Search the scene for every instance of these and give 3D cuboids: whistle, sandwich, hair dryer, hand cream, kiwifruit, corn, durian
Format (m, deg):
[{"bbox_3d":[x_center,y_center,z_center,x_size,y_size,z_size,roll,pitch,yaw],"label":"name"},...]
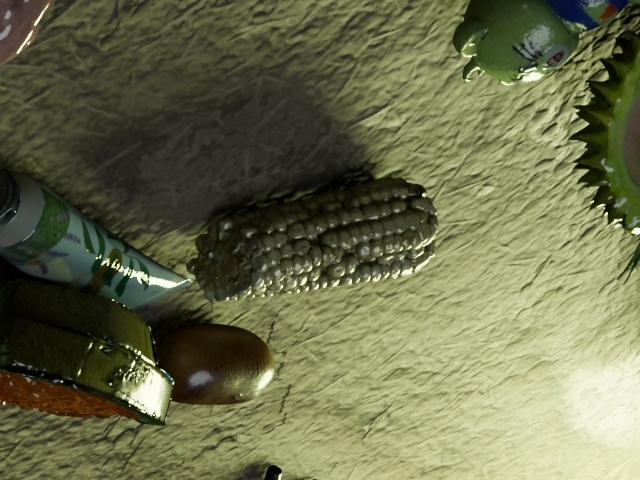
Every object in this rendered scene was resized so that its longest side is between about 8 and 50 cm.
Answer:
[{"bbox_3d":[0.193,-0.197,1.468,0.227,0.085,0.105,-41,152,14],"label":"whistle"},{"bbox_3d":[-0.196,0.091,1.516,0.159,0.079,0.235,-6,161,41],"label":"sandwich"},{"bbox_3d":[-0.032,0.248,1.965,0.083,0.031,0.079,-24,142,-39],"label":"hair dryer"},{"bbox_3d":[-0.184,0.011,1.463,0.091,0.058,0.271,-27,154,9],"label":"hand cream"},{"bbox_3d":[-0.094,0.106,1.656,0.124,0.075,0.075,0,137,-46],"label":"kiwifruit"},{"bbox_3d":[0.000,0.000,1.580,0.211,0.087,0.087,-10,143,-29],"label":"corn"},{"bbox_3d":[0.351,-0.122,1.631,0.356,0.169,0.157,-25,149,-20],"label":"durian"}]

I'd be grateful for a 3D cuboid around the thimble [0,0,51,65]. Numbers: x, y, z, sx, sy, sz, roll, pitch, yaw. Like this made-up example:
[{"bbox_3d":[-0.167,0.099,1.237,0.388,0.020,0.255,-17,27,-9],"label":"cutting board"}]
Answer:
[{"bbox_3d":[-0.222,-0.179,1.023,0.163,0.189,0.125,-39,150,18],"label":"thimble"}]
